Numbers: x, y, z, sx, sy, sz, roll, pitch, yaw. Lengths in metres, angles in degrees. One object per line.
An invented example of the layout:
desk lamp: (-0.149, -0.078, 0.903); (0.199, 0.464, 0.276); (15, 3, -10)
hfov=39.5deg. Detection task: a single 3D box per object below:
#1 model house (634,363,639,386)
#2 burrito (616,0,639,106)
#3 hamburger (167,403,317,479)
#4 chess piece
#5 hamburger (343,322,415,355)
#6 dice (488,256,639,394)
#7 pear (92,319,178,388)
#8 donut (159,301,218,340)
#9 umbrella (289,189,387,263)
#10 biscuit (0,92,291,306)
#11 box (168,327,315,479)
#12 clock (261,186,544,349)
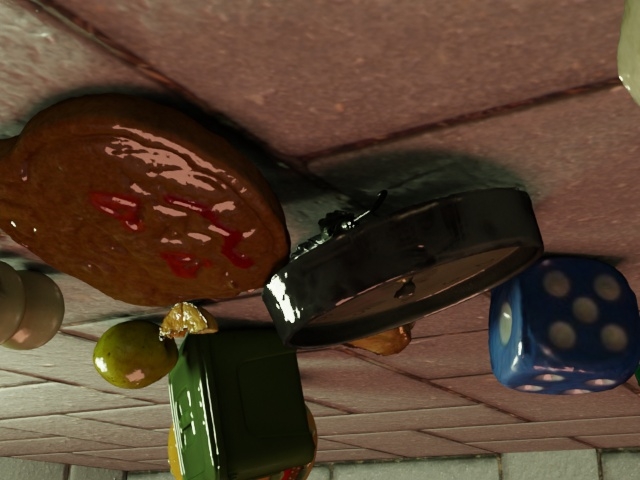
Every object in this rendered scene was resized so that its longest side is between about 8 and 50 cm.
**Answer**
model house: (0.679, 0.313, 1.473); (0.229, 0.249, 0.280); (3, 160, -3)
burrito: (0.200, -0.155, 0.323); (0.135, 0.190, 0.332); (33, 165, 17)
hamburger: (-0.158, 0.383, 1.679); (0.274, 0.275, 0.212); (-10, 161, 28)
chess piece: (-0.400, 0.070, 1.017); (0.133, 0.133, 0.243); (-10, 163, 27)
hamburger: (0.068, 0.077, 1.086); (0.176, 0.087, 0.102); (23, 140, -34)
dice: (0.281, 0.105, 1.051); (0.146, 0.143, 0.146); (3, 160, -8)
pear: (-0.275, 0.169, 1.314); (0.131, 0.107, 0.107); (-14, 157, 17)
donut: (-0.182, 0.120, 1.235); (0.083, 0.067, 0.038); (-51, 154, 24)
umbrella: (-0.002, 0.004, 0.933); (0.044, 0.044, 0.269); (37, 150, -9)
biscuit: (-0.158, -0.019, 0.773); (0.257, 0.049, 0.273); (-11, 142, 27)
box: (-0.131, 0.269, 1.410); (0.177, 0.253, 0.329); (-7, 165, -20)
clock: (0.082, 0.034, 0.860); (0.280, 0.056, 0.280); (-18, 164, -5)
